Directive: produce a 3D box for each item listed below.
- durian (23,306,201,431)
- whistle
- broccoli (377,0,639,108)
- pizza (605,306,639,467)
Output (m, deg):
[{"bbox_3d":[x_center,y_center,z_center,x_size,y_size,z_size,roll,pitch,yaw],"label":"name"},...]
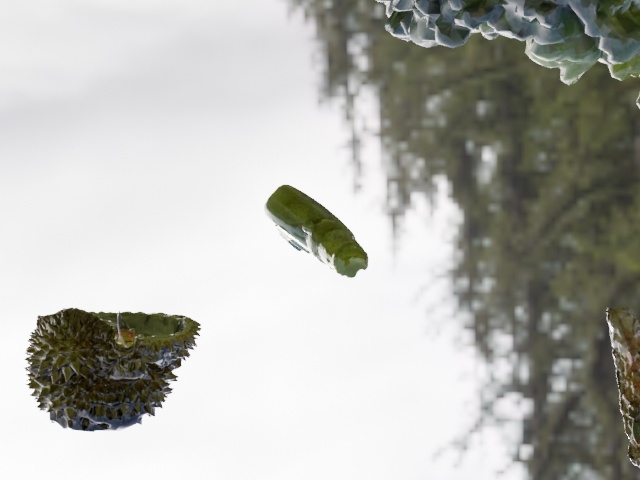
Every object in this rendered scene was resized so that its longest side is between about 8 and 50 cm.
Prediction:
[{"bbox_3d":[-0.231,0.144,2.053,0.193,0.137,0.237,3,176,-10],"label":"durian"},{"bbox_3d":[0.000,0.000,1.903,0.104,0.057,0.198,36,-175,-24],"label":"whistle"},{"bbox_3d":[0.143,-0.169,0.810,0.243,0.263,0.247,25,159,-27],"label":"broccoli"},{"bbox_3d":[0.378,0.163,2.160,0.052,0.195,0.185,-15,-167,22],"label":"pizza"}]
